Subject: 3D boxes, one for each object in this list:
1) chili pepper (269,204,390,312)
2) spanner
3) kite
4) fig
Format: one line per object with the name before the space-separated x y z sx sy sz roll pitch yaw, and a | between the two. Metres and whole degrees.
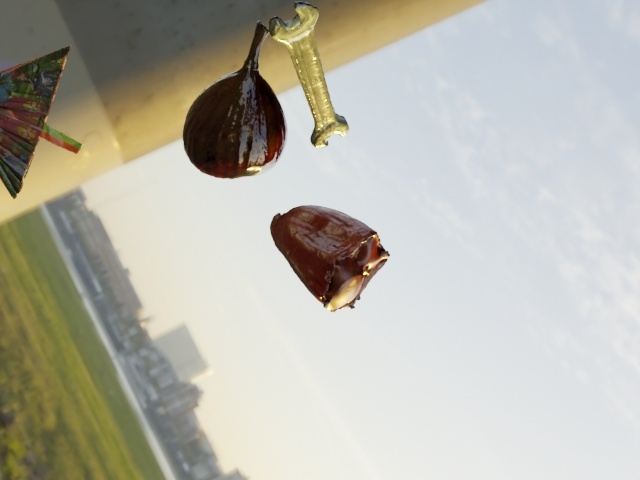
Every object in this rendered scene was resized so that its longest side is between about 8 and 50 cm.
chili pepper | 0.000 0.000 1.803 0.253 0.136 0.144 42 -52 45
spanner | -0.010 -0.222 1.477 0.017 0.071 0.302 63 -2 31
kite | -0.406 -0.169 1.450 0.183 0.241 0.014 26 20 -13
fig | -0.161 -0.286 2.135 0.217 0.217 0.320 51 -43 48
